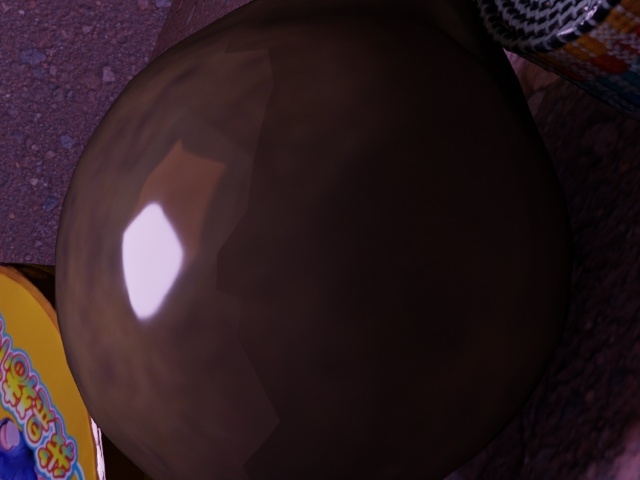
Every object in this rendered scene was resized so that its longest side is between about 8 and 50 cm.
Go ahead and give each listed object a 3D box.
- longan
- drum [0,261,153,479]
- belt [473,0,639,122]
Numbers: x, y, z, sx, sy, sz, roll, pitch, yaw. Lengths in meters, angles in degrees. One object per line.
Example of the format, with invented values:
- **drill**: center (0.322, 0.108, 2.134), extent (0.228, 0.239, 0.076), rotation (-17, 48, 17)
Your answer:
- **longan**: center (0.000, 0.000, 0.791), extent (0.404, 0.336, 0.404), rotation (-61, 8, 15)
- **drum**: center (-0.228, 0.225, 1.016), extent (0.431, 0.214, 0.431), rotation (-8, 79, 43)
- **belt**: center (0.202, -0.203, 0.735), extent (0.207, 0.150, 0.257), rotation (-42, 33, 38)
